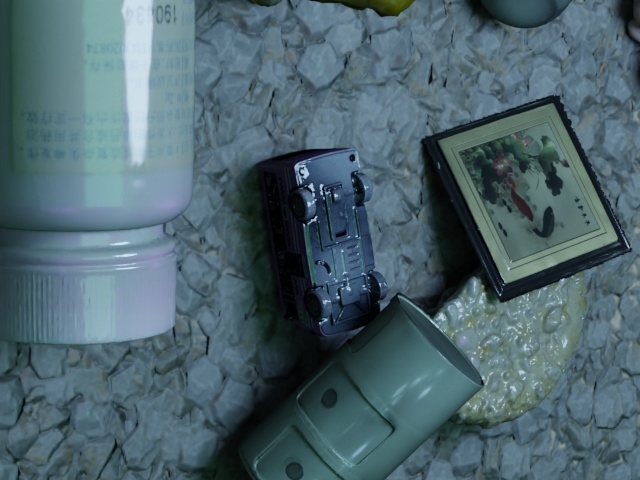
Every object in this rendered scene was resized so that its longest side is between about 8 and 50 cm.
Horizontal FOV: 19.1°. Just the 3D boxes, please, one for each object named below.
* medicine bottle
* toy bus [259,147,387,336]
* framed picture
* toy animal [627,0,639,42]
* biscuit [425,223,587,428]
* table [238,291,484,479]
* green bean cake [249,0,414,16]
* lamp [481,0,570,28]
[{"bbox_3d":[-0.214,-0.113,1.633,0.213,0.213,0.378,-4,100,-35],"label":"medicine bottle"},{"bbox_3d":[0.000,0.000,1.878,0.087,0.098,0.178,-16,103,-34],"label":"toy bus"},{"bbox_3d":[0.224,-0.049,2.024,0.199,0.010,0.195,-19,81,-33],"label":"framed picture"},{"bbox_3d":[0.389,-0.271,2.104,0.124,0.124,0.212,-30,107,-28],"label":"toy animal"},{"bbox_3d":[0.186,0.106,2.026,0.281,0.084,0.179,-32,109,-33],"label":"biscuit"},{"bbox_3d":[0.039,0.171,1.860,0.220,0.126,0.126,-43,123,9],"label":"table"},{"bbox_3d":[-0.027,-0.296,1.726,0.233,0.236,0.124,44,75,-30],"label":"green bean cake"},{"bbox_3d":[0.214,-0.272,1.981,0.105,0.105,0.105,-6,101,-35],"label":"lamp"}]
